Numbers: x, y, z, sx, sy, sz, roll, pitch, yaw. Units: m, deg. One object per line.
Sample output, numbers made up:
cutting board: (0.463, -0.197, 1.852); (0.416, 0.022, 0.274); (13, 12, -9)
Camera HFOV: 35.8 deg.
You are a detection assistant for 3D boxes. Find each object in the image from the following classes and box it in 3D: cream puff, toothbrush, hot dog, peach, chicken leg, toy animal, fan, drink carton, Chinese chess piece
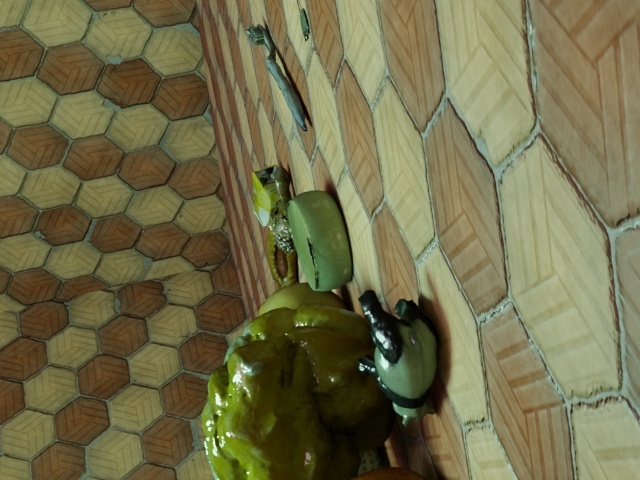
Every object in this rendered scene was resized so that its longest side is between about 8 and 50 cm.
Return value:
cream puff: (-0.010, 0.273, 1.620); (0.378, 0.276, 0.378); (18, -111, -59)
toothbrush: (-0.085, -0.338, 2.018); (0.413, 0.042, 0.035); (-116, 16, -47)
hot dog: (-0.092, 0.030, 2.453); (0.289, 0.068, 0.083); (83, -167, -52)
peach: (-0.024, 0.170, 1.909); (0.184, 0.184, 0.184); (168, 90, -81)
chicken leg: (-0.077, -0.071, 2.266); (0.085, 0.069, 0.197); (2, -98, -75)
toy animal: (0.113, 0.166, 1.353); (0.225, 0.094, 0.121); (89, 156, -46)
fan: (-0.032, -0.389, 1.726); (0.056, 0.004, 0.083); (108, 149, -72)
drink carton: (-0.122, -0.091, 2.422); (0.074, 0.084, 0.200); (55, 157, 32)
Chinese chess piece: (0.000, 0.000, 1.830); (0.188, 0.083, 0.188); (165, 90, -78)

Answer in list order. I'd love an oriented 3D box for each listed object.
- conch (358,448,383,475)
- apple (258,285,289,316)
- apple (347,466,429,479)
conch: (0.003, 0.410, 1.971); (0.319, 0.215, 0.302); (117, 150, -74)
apple: (-0.077, 0.172, 2.301); (0.146, 0.147, 0.146); (168, 90, -81)
apple: (0.081, 0.500, 1.470); (0.277, 0.250, 0.309); (144, 116, -80)
